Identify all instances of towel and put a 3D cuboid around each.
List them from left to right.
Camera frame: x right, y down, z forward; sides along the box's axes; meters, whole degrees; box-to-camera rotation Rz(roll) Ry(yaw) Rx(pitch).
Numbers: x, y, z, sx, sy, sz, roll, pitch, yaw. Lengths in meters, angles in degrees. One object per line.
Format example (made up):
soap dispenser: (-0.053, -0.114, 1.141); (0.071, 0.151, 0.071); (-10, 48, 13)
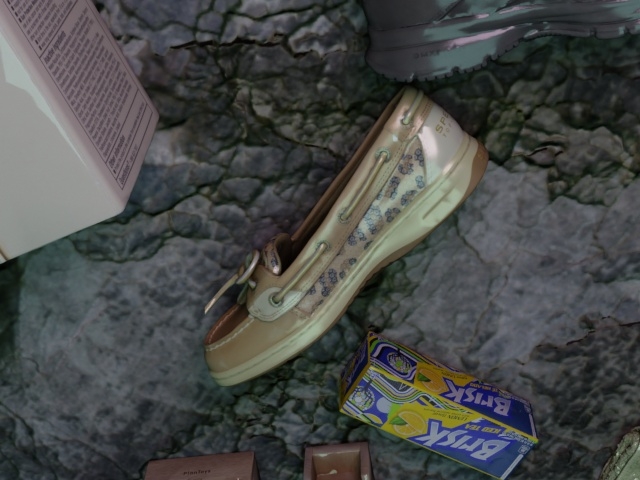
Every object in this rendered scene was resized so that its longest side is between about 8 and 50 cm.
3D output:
towel: (0.307, 0.240, 1.056); (0.110, 0.027, 0.148); (17, 120, -9)

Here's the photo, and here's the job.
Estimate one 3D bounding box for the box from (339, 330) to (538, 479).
box: (0.103, 0.146, 0.990); (0.168, 0.054, 0.059); (24, 119, -13)

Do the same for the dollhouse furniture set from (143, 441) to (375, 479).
dollhouse furniture set: (-0.086, 0.363, 0.952); (0.303, 0.356, 0.174); (-7, 121, 5)

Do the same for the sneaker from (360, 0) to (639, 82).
sneaker: (0.157, -0.197, 0.757); (0.286, 0.109, 0.130); (-14, 113, 8)

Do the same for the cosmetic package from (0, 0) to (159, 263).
cosmetic package: (-0.239, -0.158, 0.758); (0.113, 0.160, 0.309); (-22, 117, 15)

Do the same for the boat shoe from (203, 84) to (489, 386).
boat shoe: (0.000, 0.000, 0.886); (0.285, 0.104, 0.089); (-44, 107, 13)
